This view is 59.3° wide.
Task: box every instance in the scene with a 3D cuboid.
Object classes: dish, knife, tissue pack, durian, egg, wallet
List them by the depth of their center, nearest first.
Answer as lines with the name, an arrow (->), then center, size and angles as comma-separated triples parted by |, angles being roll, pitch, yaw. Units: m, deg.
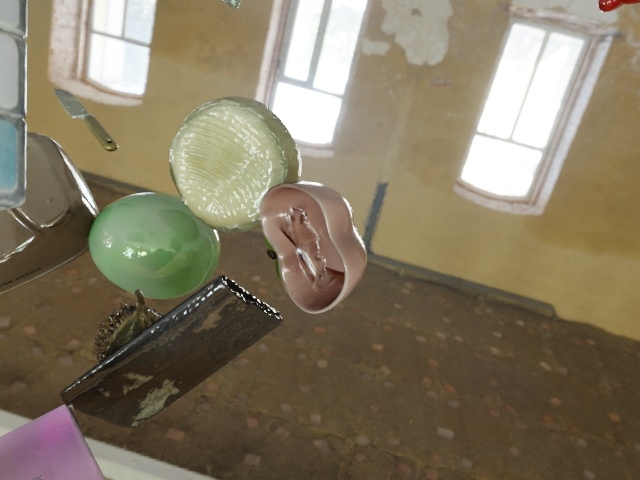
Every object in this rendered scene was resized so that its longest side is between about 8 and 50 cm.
tissue pack -> -0.297, 0.322, 0.623 | 0.148, 0.093, 0.246 | -25, -131, -32
wallet -> -0.220, 0.183, 0.859 | 0.170, 0.321, 0.044 | 43, -166, -49
dish -> 0.000, 0.000, 0.870 | 0.090, 0.214, 0.213 | -21, -142, -34
durian -> -0.311, 0.160, 0.926 | 0.091, 0.189, 0.148 | 30, -150, 36
tissue pack -> -0.666, -0.032, 1.156 | 0.386, 0.268, 0.277 | -27, 171, -17
knife -> -0.496, -0.259, 1.163 | 0.047, 0.017, 0.298 | -20, -132, -32
egg -> -0.340, 0.010, 1.173 | 0.269, 0.221, 0.220 | 14, -164, -41

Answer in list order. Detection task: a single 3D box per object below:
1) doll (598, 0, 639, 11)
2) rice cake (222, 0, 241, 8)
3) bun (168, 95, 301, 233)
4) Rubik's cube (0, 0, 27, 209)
doll -> 0.442, -0.228, 0.488 | 0.099, 0.188, 0.384 | -40, -167, -20
rice cake -> -0.229, -0.593, 1.359 | 0.029, 0.033, 0.171 | 36, -171, -40
bun -> -0.148, -0.143, 1.071 | 0.259, 0.260, 0.152 | 19, -166, 12
Rubik's cube -> -0.381, -0.144, 0.376 | 0.253, 0.259, 0.256 | -3, 178, 33
